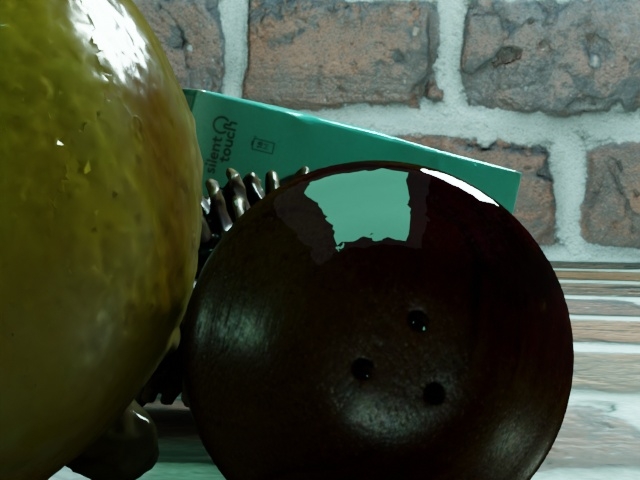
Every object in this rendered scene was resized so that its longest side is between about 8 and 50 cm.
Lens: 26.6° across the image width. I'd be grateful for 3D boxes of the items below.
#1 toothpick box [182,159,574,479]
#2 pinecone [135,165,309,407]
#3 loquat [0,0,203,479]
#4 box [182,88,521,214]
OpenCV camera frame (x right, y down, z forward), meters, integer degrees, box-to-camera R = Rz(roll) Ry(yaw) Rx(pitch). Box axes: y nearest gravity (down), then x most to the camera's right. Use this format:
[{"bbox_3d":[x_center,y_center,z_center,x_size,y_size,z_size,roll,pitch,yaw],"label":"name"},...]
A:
[{"bbox_3d":[0.023,0.060,0.746,0.192,0.192,0.294,1,-3,-4],"label":"toothpick box"},{"bbox_3d":[-0.075,0.047,0.986,0.212,0.185,0.168,-23,-31,8],"label":"pinecone"},{"bbox_3d":[-0.202,0.006,0.690,0.328,0.328,0.359,4,-39,48],"label":"loquat"},{"bbox_3d":[0.000,0.000,1.175,0.311,0.205,0.118,14,-3,-16],"label":"box"}]
